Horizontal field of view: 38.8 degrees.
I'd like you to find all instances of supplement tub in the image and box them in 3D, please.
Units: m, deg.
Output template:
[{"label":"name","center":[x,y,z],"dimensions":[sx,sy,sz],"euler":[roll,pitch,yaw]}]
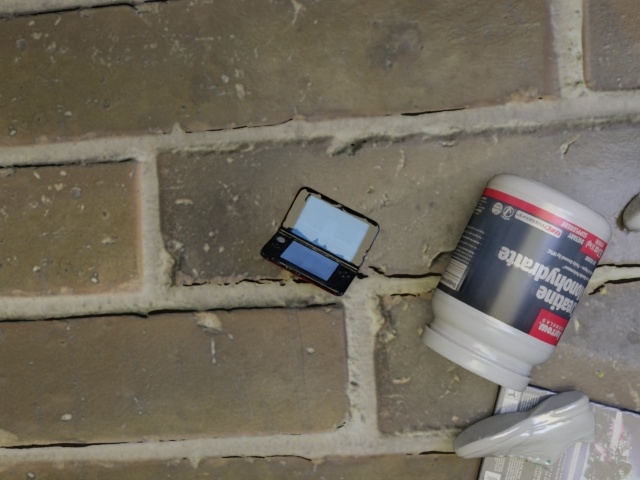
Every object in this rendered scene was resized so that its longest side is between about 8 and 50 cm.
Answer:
[{"label":"supplement tub","center":[0.276,0.058,1.304],"dimensions":[0.191,0.191,0.272],"euler":[26,93,6]}]

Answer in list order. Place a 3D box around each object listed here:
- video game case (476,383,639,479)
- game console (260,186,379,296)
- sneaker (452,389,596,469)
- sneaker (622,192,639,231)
[{"label":"video game case","center":[0.386,0.336,1.375],"dimensions":[0.274,0.026,0.196],"euler":[14,92,6]},{"label":"game console","center":[0.000,0.000,1.395],"dimensions":[0.144,0.124,0.085],"euler":[27,120,7]},{"label":"sneaker","center":[0.305,0.299,1.340],"dimensions":[0.212,0.080,0.094],"euler":[-19,99,5]},{"label":"sneaker","center":[0.570,-0.055,1.320],"dimensions":[0.240,0.091,0.126],"euler":[-34,103,21]}]
